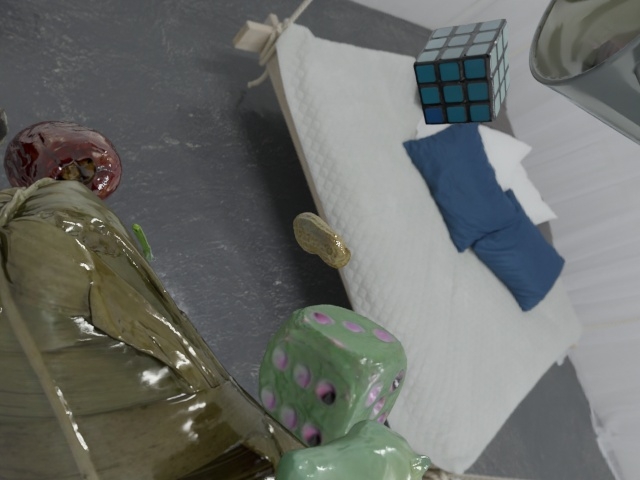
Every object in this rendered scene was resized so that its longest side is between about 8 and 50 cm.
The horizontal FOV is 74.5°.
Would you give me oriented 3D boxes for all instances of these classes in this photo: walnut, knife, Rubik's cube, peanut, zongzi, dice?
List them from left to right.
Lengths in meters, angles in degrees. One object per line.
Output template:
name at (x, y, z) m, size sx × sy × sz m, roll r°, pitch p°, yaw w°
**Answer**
walnut at (-0.565, -0.136, 0.938) m, size 0.222 × 0.269 × 0.244 m, roll -8°, pitch 115°, yaw -35°
knife at (-0.387, 0.012, 0.928) m, size 0.022 × 0.184 × 0.026 m, roll 12°, pitch 62°, yaw -3°
zongzi at (-0.149, 0.118, 0.494) m, size 0.467 × 0.218 × 0.500 m, roll 1°, pitch 109°, yaw -19°
peanut at (0.000, 0.000, 1.100) m, size 0.093 × 0.083 × 0.194 m, roll -43°, pitch 66°, yaw -7°
dice at (0.035, 0.388, 1.208) m, size 0.330 × 0.322 × 0.318 m, roll 4°, pitch 109°, yaw -53°
Rubik's cube at (0.319, -0.370, 0.937) m, size 0.163 × 0.161 × 0.162 m, roll -60°, pitch 140°, yaw -30°

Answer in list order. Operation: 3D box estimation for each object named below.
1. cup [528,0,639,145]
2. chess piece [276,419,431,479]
cup at (0.461, -0.192, 0.487) m, size 0.327 × 0.237 × 0.322 m, roll 24°, pitch 54°, yaw -15°
chess piece at (0.015, 0.327, 0.411) m, size 0.176 × 0.176 × 0.298 m, roll 35°, pitch 56°, yaw -26°
